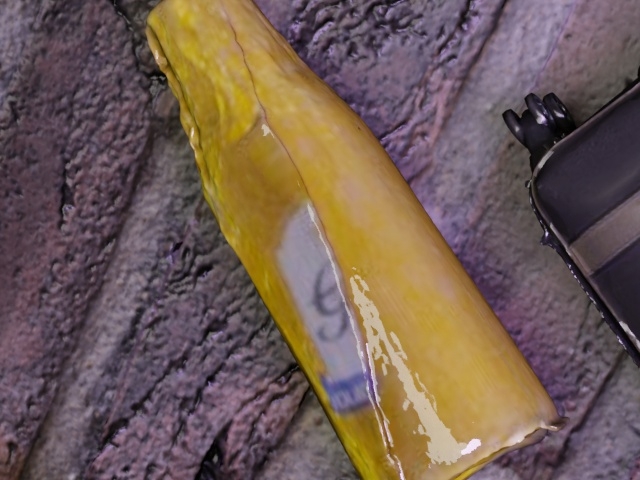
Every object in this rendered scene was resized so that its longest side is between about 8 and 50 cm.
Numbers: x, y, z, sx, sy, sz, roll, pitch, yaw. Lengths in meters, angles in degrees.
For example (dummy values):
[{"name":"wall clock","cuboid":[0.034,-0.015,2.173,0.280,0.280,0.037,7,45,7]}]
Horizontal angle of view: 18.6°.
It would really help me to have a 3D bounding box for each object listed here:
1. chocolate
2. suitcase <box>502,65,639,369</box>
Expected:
[{"name":"chocolate","cuboid":[0.000,0.000,1.483,0.162,0.162,0.445,-35,81,17]},{"name":"suitcase","cuboid":[0.348,0.014,1.343,0.283,0.194,0.434,-37,84,18]}]
